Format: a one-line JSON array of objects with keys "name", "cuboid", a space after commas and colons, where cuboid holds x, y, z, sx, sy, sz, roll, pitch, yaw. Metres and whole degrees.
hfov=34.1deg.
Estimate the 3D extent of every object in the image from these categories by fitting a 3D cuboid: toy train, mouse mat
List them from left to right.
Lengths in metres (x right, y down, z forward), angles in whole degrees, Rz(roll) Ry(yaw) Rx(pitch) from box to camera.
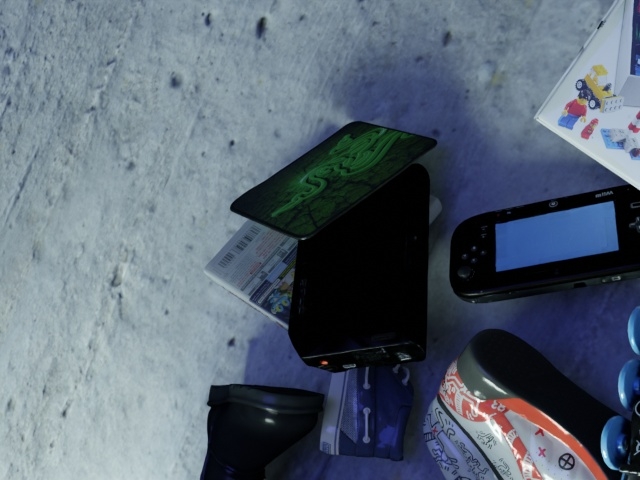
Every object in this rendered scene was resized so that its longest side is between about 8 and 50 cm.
[{"name": "mouse mat", "cuboid": [0.011, -0.068, 1.083, 0.189, 0.007, 0.152, -35, 31, -23]}, {"name": "toy train", "cuboid": [0.288, 0.130, 0.834, 0.080, 0.105, 0.184, -3, 60, 46]}]

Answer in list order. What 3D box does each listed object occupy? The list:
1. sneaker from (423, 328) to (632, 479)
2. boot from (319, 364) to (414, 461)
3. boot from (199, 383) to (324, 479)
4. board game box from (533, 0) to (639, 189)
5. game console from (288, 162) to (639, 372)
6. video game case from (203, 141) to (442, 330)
[{"name": "sneaker", "cuboid": [0.210, 0.210, 0.918, 0.270, 0.090, 0.145, 42, 135, 16]}, {"name": "boot", "cuboid": [0.057, 0.131, 1.068, 0.086, 0.069, 0.190, 8, 69, 7]}, {"name": "boot", "cuboid": [-0.070, 0.252, 1.063, 0.246, 0.094, 0.207, 158, 119, -68]}, {"name": "board game box", "cuboid": [0.356, -0.098, 0.863, 0.305, 0.053, 0.193, 40, 103, 26]}, {"name": "game console", "cuboid": [0.142, 0.005, 0.983, 0.361, 0.044, 0.213, -11, 51, 20]}, {"name": "video game case", "cuboid": [0.000, 0.000, 1.107, 0.183, 0.023, 0.201, 30, 71, 38]}]
